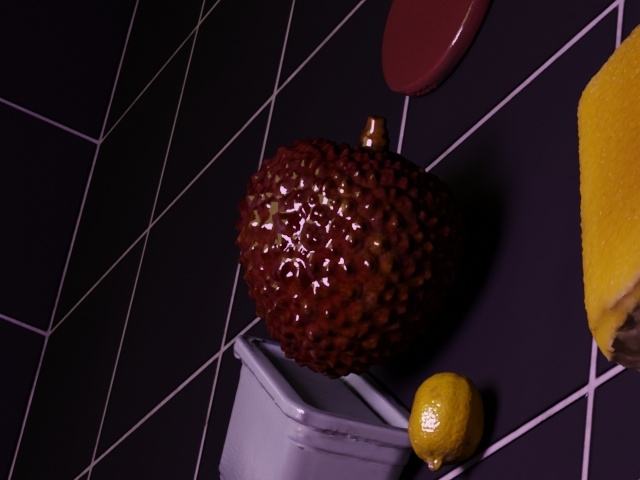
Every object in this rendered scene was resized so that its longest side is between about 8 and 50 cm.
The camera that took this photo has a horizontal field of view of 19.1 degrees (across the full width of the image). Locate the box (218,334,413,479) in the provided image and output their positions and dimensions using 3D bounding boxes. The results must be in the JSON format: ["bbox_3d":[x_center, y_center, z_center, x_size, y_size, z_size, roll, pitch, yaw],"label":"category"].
[{"bbox_3d":[-0.015,0.245,2.194,0.312,0.175,0.182,-139,65,-70],"label":"box"}]

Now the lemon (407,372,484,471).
[{"bbox_3d":[0.131,0.190,1.985,0.082,0.082,0.110,-38,38,54],"label":"lemon"}]

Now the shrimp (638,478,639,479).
[{"bbox_3d":[0.296,0.231,1.543,0.178,0.075,0.289,-88,17,-52],"label":"shrimp"}]

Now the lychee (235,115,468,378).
[{"bbox_3d":[0.038,0.007,2.167,0.276,0.276,0.304,-137,60,-70],"label":"lychee"}]

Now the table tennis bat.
[{"bbox_3d":[0.159,-0.364,2.606,0.268,0.051,0.414,-51,26,36],"label":"table tennis bat"}]

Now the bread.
[{"bbox_3d":[0.353,-0.083,1.628,0.323,0.143,0.333,-49,26,43],"label":"bread"}]
